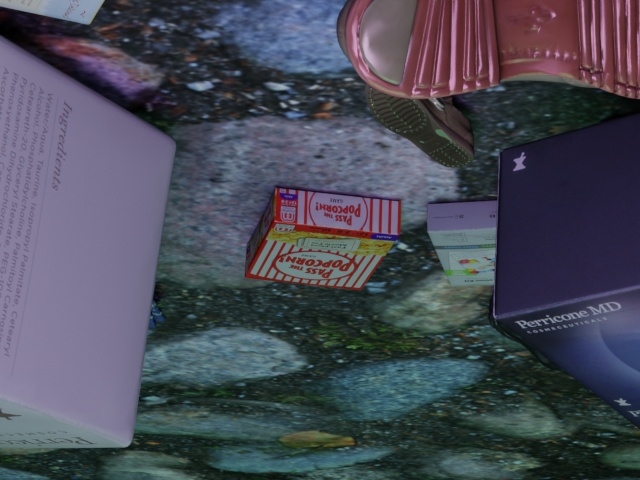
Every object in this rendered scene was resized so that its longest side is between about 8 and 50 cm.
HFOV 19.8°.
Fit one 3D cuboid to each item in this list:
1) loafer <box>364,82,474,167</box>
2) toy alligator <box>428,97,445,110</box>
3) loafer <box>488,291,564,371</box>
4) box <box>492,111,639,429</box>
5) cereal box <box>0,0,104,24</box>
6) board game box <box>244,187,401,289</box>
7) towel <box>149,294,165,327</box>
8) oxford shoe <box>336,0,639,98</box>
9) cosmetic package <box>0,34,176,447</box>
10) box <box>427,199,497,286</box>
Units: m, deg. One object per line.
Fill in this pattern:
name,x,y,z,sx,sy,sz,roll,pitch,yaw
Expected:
loafer,0.098,-0.127,1.797,0.056,0.050,0.148,-19,135,35
toy alligator,0.081,-0.176,1.671,0.051,0.056,0.190,-47,143,8
loafer,0.304,0.118,2.365,0.078,0.076,0.223,-6,155,40
box,0.349,0.025,1.609,0.296,0.182,0.294,-15,145,33
cereal box,-0.280,-0.253,1.504,0.240,0.047,0.173,10,158,-21
board game box,0.000,0.000,2.131,0.147,0.045,0.193,6,159,-10
towel,-0.338,0.033,2.274,0.243,0.040,0.336,1,157,7
oxford shoe,0.206,-0.197,1.551,0.397,0.140,0.146,0,-167,-10
cosmetic package,-0.393,-0.002,1.726,0.329,0.327,0.394,-4,161,32
box,0.209,0.004,2.134,0.145,0.038,0.186,-3,159,11
